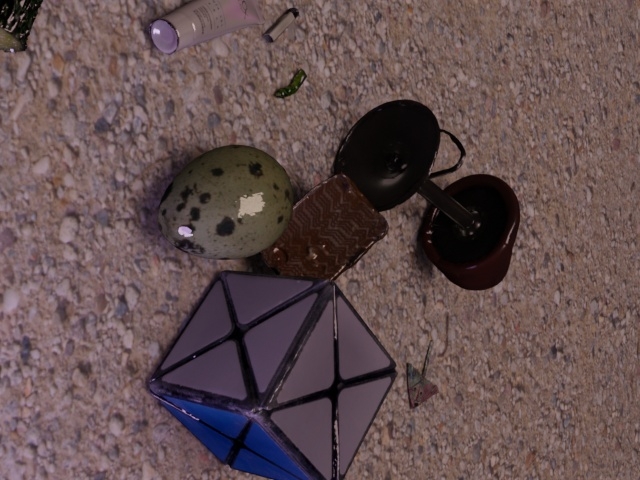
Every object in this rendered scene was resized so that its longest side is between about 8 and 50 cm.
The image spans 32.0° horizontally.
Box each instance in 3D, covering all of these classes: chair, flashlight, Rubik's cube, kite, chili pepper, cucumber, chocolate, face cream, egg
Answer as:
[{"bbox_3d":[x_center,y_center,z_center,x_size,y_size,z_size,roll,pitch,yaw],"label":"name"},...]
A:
[{"bbox_3d":[0.225,-0.075,2.122,0.401,0.227,0.226,36,67,-46],"label":"chair"},{"bbox_3d":[-0.066,-0.369,1.912,0.083,0.018,0.018,-52,128,-32],"label":"flashlight"},{"bbox_3d":[-0.067,0.220,1.783,0.254,0.260,0.259,-59,135,-26],"label":"Rubik's cube"},{"bbox_3d":[0.213,0.279,2.295,0.137,0.005,0.152,46,60,-43],"label":"kite"},{"bbox_3d":[-0.050,-0.267,1.940,0.083,0.022,0.027,-48,160,-36],"label":"chili pepper"},{"bbox_3d":[-0.376,-0.424,1.495,0.096,0.096,0.359,33,68,-45],"label":"cucumber"},{"bbox_3d":[0.000,0.000,1.900,0.214,0.148,0.093,-39,169,-10],"label":"chocolate"},{"bbox_3d":[-0.173,-0.354,1.769,0.244,0.058,0.092,-39,116,-47],"label":"face cream"},{"bbox_3d":[-0.148,-0.054,1.729,0.228,0.177,0.177,-22,110,-31],"label":"egg"}]
